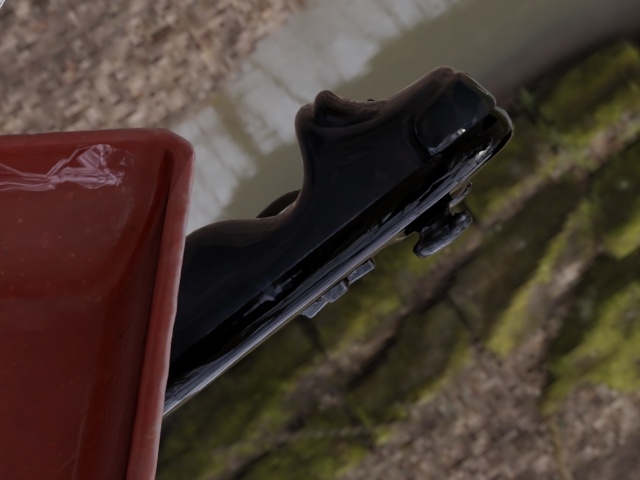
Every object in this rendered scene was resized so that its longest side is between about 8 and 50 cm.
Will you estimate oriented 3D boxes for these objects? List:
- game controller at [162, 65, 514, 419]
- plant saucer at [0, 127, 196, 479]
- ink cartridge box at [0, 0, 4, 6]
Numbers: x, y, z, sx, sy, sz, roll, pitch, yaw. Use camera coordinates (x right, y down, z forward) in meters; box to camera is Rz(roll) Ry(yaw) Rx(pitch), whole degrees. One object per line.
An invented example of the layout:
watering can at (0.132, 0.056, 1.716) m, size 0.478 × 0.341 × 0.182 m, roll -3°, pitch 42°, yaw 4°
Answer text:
game controller at (0.000, 0.000, 0.666) m, size 0.166 × 0.067 × 0.319 m, roll -47°, pitch 179°, yaw 6°
plant saucer at (-0.157, 0.073, 0.324) m, size 0.259 × 0.258 × 0.048 m, roll -4°, pitch 126°, yaw 4°
ink cartridge box at (-0.134, -0.133, 0.511) m, size 0.092 × 0.143 × 0.090 m, roll 15°, pitch 116°, yaw -45°
